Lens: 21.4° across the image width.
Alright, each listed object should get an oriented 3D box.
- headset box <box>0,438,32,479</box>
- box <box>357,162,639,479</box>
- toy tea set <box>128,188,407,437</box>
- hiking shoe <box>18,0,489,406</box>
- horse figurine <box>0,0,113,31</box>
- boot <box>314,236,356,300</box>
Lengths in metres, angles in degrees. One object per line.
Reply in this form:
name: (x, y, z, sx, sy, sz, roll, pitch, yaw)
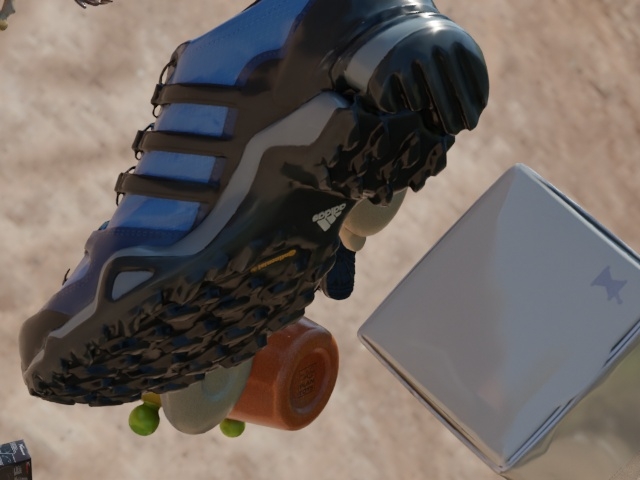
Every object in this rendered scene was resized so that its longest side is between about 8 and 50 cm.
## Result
headset box: (-0.329, 0.238, 1.680, 0.083, 0.062, 0.032, -12, 39, -20)
box: (0.114, 0.066, 0.831, 0.094, 0.113, 0.275, 43, -3, 22)
toy tea set: (-0.046, -0.022, 1.143, 0.124, 0.336, 0.200, 17, -9, 33)
hiking shoe: (-0.049, -0.032, 0.873, 0.113, 0.304, 0.132, 23, 32, -51)
horse figurine: (-0.254, -0.254, 1.194, 0.263, 0.175, 0.066, 22, -6, -41)
boot: (0.001, 0.000, 1.681, 0.045, 0.121, 0.099, 0, 10, -27)
